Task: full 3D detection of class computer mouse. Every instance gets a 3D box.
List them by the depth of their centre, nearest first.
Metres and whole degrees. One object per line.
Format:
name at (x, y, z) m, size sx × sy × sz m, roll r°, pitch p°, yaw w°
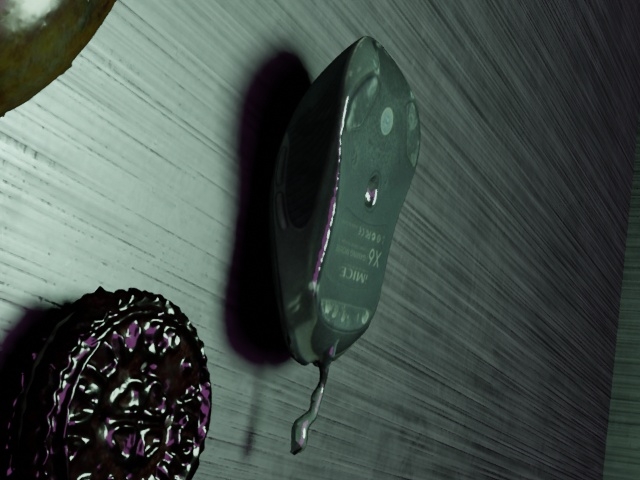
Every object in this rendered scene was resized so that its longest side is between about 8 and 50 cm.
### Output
computer mouse at (0.000, 0.000, 0.889) m, size 0.167 × 0.090 × 0.379 m, roll 25°, pitch 75°, yaw -58°

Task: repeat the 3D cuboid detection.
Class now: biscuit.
biscuit at (-0.141, 0.126, 0.672) m, size 0.195 × 0.053 × 0.194 m, roll -7°, pitch 98°, yaw -61°

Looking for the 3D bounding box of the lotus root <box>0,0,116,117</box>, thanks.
lotus root at (-0.171, -0.160, 0.535) m, size 0.124 × 0.123 × 0.241 m, roll 51°, pitch 45°, yaw -37°
